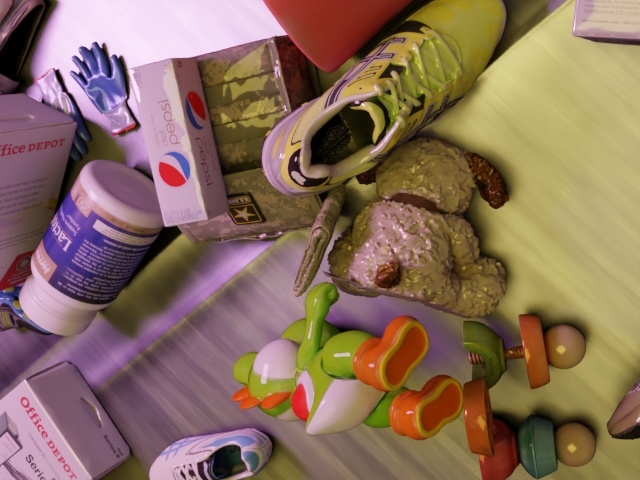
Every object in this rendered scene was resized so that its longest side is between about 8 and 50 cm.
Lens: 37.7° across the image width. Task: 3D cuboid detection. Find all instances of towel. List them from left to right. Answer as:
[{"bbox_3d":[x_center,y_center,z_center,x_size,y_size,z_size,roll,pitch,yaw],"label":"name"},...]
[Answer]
[{"bbox_3d":[0.000,0.000,1.281,0.027,0.110,0.148,21,135,3],"label":"towel"}]

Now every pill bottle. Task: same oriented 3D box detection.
[{"bbox_3d":[-0.365,0.016,1.491,0.153,0.153,0.265,41,112,12],"label":"pill bottle"}]

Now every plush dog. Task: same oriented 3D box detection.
[{"bbox_3d":[0.128,-0.032,1.272,0.262,0.210,0.225,10,80,21],"label":"plush dog"}]

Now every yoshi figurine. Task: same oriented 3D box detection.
[{"bbox_3d":[0.029,0.168,1.302,0.362,0.203,0.204,-6,74,48],"label":"yoshi figurine"}]

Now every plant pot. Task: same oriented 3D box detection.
[{"bbox_3d":[0.038,-0.395,1.206,0.243,0.275,0.275,-31,86,14],"label":"plant pot"}]

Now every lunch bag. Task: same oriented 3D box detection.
[{"bbox_3d":[-0.115,-0.134,1.356,0.235,0.169,0.287,-9,103,20],"label":"lunch bag"}]

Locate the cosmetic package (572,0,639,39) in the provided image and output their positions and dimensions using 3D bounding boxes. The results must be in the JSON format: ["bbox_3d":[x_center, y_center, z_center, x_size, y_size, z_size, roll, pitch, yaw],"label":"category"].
[{"bbox_3d":[0.398,-0.411,1.072,0.155,0.197,0.366,8,101,22],"label":"cosmetic package"}]

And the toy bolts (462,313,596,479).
[{"bbox_3d":[0.283,0.233,1.245,0.158,0.218,0.228,-7,115,14],"label":"toy bolts"}]

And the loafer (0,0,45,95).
[{"bbox_3d":[-0.528,-0.291,1.541,0.084,0.096,0.267,24,106,11],"label":"loafer"}]

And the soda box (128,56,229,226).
[{"bbox_3d":[-0.187,-0.132,1.251,0.069,0.074,0.216,-8,99,21],"label":"soda box"}]

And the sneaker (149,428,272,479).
[{"bbox_3d":[-0.190,0.362,1.515,0.237,0.086,0.085,-21,92,26],"label":"sneaker"}]

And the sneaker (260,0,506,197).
[{"bbox_3d":[0.100,-0.182,1.202,0.384,0.147,0.145,-42,107,-4],"label":"sneaker"}]

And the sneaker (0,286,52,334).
[{"bbox_3d":[-0.536,0.125,1.639,0.188,0.067,0.078,16,126,18],"label":"sneaker"}]

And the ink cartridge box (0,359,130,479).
[{"bbox_3d":[-0.506,0.377,1.630,0.289,0.121,0.211,-39,84,23],"label":"ink cartridge box"}]

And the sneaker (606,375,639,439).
[{"bbox_3d":[0.480,0.079,1.183,0.410,0.158,0.182,-58,45,22],"label":"sneaker"}]

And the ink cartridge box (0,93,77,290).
[{"bbox_3d":[-0.538,-0.068,1.498,0.131,0.226,0.306,27,112,19],"label":"ink cartridge box"}]

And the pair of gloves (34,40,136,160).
[{"bbox_3d":[-0.393,-0.223,1.532,0.198,0.023,0.159,-24,89,24],"label":"pair of gloves"}]
